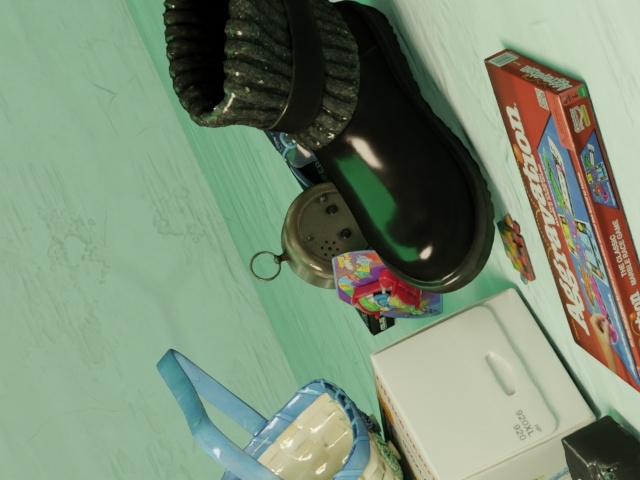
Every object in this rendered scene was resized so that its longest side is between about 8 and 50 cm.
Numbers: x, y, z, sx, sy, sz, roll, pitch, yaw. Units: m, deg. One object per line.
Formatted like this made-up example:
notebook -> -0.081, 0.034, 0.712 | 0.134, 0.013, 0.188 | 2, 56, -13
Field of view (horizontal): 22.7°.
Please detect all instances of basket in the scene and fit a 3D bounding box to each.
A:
basket -> -0.040, 0.235, 1.666 | 0.289, 0.201, 0.255 | 36, -175, -23

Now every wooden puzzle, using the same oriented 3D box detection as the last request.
wooden puzzle -> 0.189, 0.010, 1.545 | 0.049, 0.006, 0.083 | 46, 159, 62

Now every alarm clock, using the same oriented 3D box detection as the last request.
alarm clock -> 0.000, 0.000, 1.982 | 0.129, 0.192, 0.064 | 62, 169, 14

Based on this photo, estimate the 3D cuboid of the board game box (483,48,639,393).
board game box -> 0.212, -0.013, 1.308 | 0.281, 0.027, 0.145 | 69, 171, -23

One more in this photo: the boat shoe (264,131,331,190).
boat shoe -> -0.008, -0.134, 2.024 | 0.258, 0.109, 0.089 | 51, -179, -41

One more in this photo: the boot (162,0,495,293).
boot -> 0.002, -0.107, 1.498 | 0.260, 0.131, 0.348 | 8, -133, -55

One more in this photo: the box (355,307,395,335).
box -> 0.039, 0.013, 2.249 | 0.191, 0.045, 0.184 | 58, 170, 34

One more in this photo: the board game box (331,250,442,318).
board game box -> 0.079, 0.068, 1.927 | 0.169, 0.133, 0.033 | 83, -163, -60

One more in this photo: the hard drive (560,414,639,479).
hard drive -> 0.335, 0.350, 1.455 | 0.237, 0.064, 0.339 | 48, 160, 61

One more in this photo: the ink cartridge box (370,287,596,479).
ink cartridge box -> 0.167, 0.197, 1.648 | 0.171, 0.168, 0.233 | 60, 170, 31
